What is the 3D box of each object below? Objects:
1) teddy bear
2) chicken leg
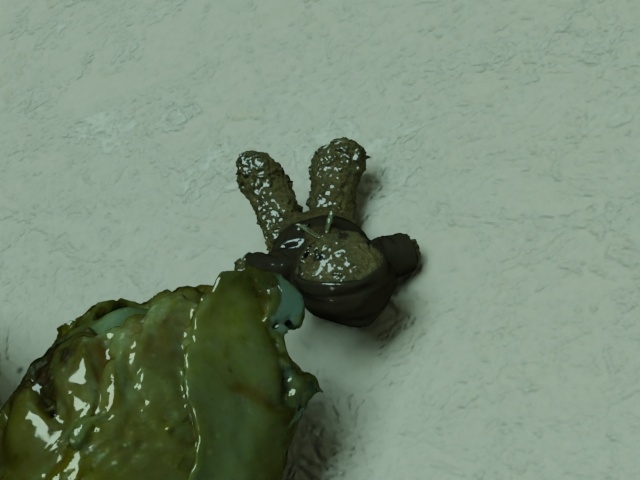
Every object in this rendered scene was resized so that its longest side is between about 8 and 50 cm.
[{"bbox_3d":[-0.001,0.006,0.942,0.119,0.078,0.160,-6,35,-13],"label":"teddy bear"},{"bbox_3d":[-0.112,0.217,0.794,0.201,0.153,0.429,5,61,1],"label":"chicken leg"}]
